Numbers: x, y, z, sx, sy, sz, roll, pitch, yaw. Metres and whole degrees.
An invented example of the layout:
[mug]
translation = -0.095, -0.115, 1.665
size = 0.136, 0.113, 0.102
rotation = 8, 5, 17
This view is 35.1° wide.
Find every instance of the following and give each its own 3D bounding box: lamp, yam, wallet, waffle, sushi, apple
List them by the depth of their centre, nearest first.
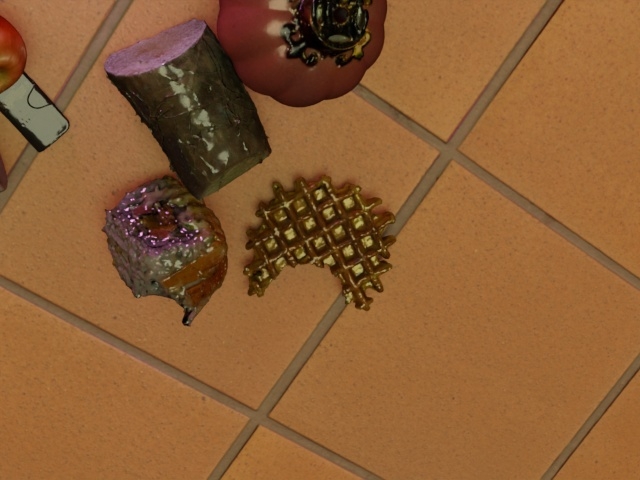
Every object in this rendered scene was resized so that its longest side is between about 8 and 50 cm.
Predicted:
[apple]
translation = -0.571, -0.308, 1.659
size = 0.163, 0.163, 0.139
rotation = -46, 75, 6
[lamp]
translation = -0.020, -0.375, 1.696
size = 0.305, 0.239, 0.305
rotation = -6, 103, -28
[yam]
translation = -0.219, -0.222, 1.753
size = 0.202, 0.201, 0.271
rotation = -29, 118, 0
[wallet]
translation = -0.516, -0.234, 1.773
size = 0.082, 0.018, 0.157
rotation = -38, 112, 3
[sushi]
translation = -0.267, 0.009, 1.785
size = 0.184, 0.274, 0.139
rotation = -22, 136, -24
[waffle]
translation = 0.000, 0.000, 1.944
size = 0.293, 0.069, 0.260
rotation = 10, 105, -13

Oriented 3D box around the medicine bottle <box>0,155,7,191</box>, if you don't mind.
[medicine bottle]
translation = -0.680, -0.115, 1.709
size = 0.254, 0.152, 0.152
rotation = -20, 112, -5
